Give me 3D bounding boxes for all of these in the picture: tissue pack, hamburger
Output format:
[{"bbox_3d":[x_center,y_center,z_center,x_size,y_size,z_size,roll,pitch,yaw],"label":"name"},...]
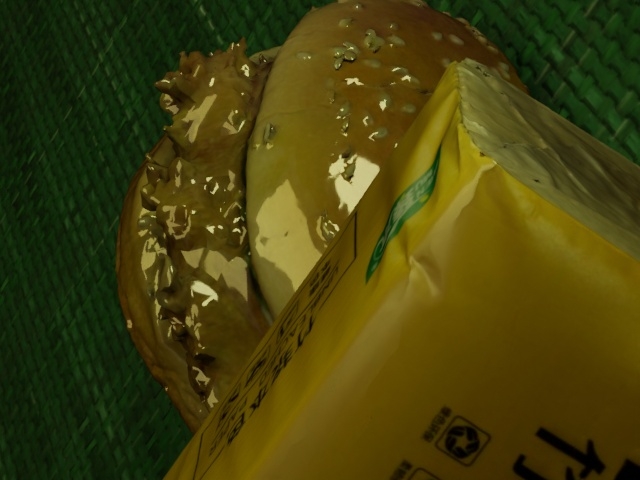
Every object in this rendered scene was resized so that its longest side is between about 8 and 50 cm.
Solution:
[{"bbox_3d":[0.093,0.139,0.947,0.382,0.293,0.228,-55,10,17],"label":"tissue pack"},{"bbox_3d":[0.000,0.000,1.190,0.268,0.287,0.445,-30,54,42],"label":"hamburger"}]
